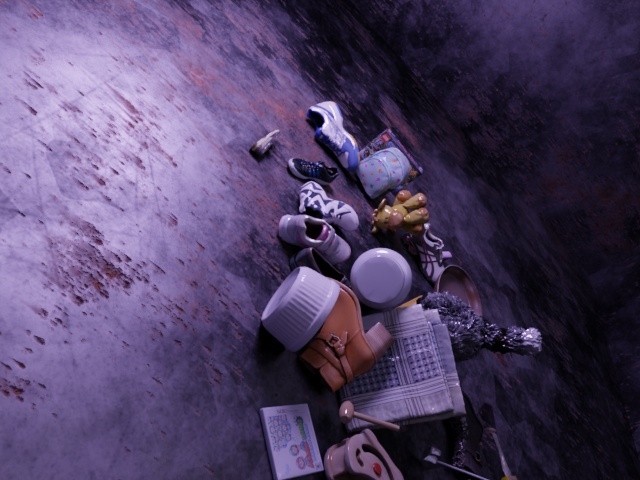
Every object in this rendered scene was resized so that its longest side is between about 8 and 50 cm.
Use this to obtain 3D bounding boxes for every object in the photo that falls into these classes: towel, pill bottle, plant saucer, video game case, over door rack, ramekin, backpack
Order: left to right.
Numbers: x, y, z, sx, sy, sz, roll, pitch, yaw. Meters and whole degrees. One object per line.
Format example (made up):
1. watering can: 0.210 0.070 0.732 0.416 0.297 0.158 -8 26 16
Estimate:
1. video game case: -0.065 0.456 1.216 0.143 0.019 0.157 12 53 -45
2. ramekin: -0.056 0.161 1.325 0.109 0.207 0.207 38 36 -9
3. pill bottle: 0.179 0.111 1.566 0.176 0.176 0.318 59 5 7
4. backpack: 0.241 -0.264 2.046 0.165 0.188 0.144 64 27 3
5. towel: 0.200 0.333 1.426 0.056 0.324 0.312 79 2 -57
6. plant saucer: 0.518 0.249 2.032 0.311 0.050 0.310 19 63 -42
7. over door rack: 0.389 0.743 1.445 0.324 0.108 0.239 30 46 -11

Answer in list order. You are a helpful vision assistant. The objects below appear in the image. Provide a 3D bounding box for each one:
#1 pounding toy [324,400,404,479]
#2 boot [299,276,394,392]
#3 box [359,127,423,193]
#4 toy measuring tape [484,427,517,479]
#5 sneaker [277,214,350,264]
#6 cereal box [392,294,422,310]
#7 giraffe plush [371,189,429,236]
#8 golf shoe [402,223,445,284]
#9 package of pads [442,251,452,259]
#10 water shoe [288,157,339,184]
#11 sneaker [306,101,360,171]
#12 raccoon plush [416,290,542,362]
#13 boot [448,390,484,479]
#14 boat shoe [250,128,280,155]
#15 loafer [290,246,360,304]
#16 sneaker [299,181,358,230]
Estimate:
1. pounding toy: 0.118 0.521 1.254 0.269 0.155 0.154 55 26 0
2. boot: 0.027 0.247 1.422 0.220 0.109 0.283 -36 69 -20
3. box: 0.291 -0.326 2.205 0.233 0.159 0.044 48 34 -10
4. toy measuring tape: 0.543 0.752 1.630 0.121 0.121 0.330 20 44 -41
5. sneaker: 0.000 0.000 1.584 0.252 0.111 0.103 26 70 -31
6. cereal box: 0.352 0.319 1.821 0.173 0.047 0.240 -12 72 -52
7. giraffe plush: 0.274 -0.092 1.970 0.170 0.210 0.181 -10 94 -48
8. golf shoe: 0.438 0.063 2.087 0.273 0.120 0.105 54 32 -3
9. package of pads: 0.509 0.068 2.228 0.083 0.050 0.032 0 61 -51
10. water shoe: -0.022 -0.251 1.826 0.203 0.080 0.073 12 52 -46
11. sneaker: 0.042 -0.385 2.026 0.131 0.112 0.296 -18 76 -33
12. raccoon plush: 0.366 0.299 1.536 0.299 0.446 0.216 -35 110 -45
13. boot: 0.432 0.602 1.636 0.263 0.091 0.229 47 34 -15
14. boat shoe: -0.172 -0.314 1.727 0.049 0.056 0.152 54 43 -11
15. loafer: 0.031 0.119 1.566 0.267 0.084 0.096 39 37 -22
16. sneaker: 0.021 -0.070 1.715 0.235 0.094 0.153 41 40 -26
